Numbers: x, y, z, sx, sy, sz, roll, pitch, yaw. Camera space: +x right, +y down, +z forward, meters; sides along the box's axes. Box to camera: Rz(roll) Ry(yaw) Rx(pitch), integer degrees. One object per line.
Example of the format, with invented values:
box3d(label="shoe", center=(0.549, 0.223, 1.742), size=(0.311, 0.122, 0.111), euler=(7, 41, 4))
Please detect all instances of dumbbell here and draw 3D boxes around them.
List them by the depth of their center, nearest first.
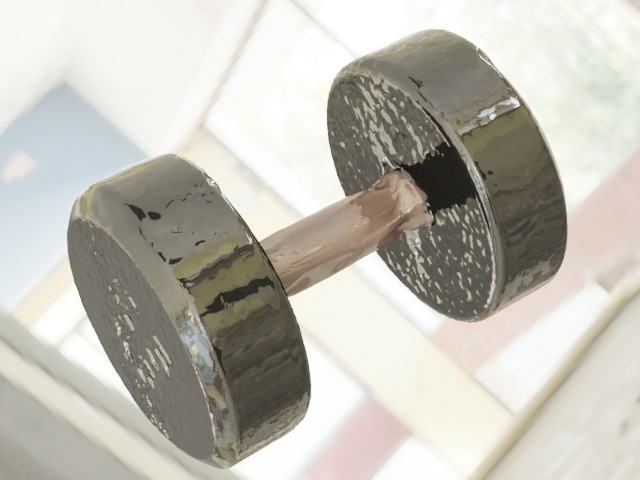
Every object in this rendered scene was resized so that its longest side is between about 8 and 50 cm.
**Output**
box3d(label="dumbbell", center=(0.000, 0.000, 0.897), size=(0.218, 0.152, 0.152), euler=(-28, -10, -22))
